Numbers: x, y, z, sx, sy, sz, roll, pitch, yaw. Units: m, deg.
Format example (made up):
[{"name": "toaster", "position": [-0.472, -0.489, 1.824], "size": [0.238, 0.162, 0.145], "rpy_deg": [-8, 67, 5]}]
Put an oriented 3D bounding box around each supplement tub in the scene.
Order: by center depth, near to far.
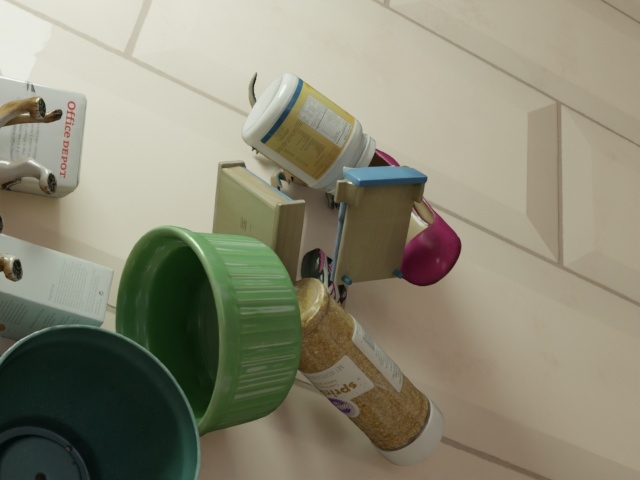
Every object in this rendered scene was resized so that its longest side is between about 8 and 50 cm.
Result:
[{"name": "supplement tub", "position": [-0.019, -0.179, 1.680], "size": [0.200, 0.144, 0.144], "rpy_deg": [34, 48, -18]}]

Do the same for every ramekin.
[{"name": "ramekin", "position": [-0.160, 0.129, 1.401], "size": [0.148, 0.303, 0.303], "rpy_deg": [-1, 63, -38]}]

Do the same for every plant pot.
[{"name": "plant pot", "position": [-0.328, 0.281, 1.248], "size": [0.293, 0.196, 0.293], "rpy_deg": [25, 45, -28]}]

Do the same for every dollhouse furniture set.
[{"name": "dollhouse furniture set", "position": [0.000, 0.000, 1.622], "size": [0.303, 0.286, 0.198], "rpy_deg": [-7, 27, -32]}]

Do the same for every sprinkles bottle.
[{"name": "sprinkles bottle", "position": [0.056, 0.210, 1.523], "size": [0.355, 0.121, 0.121], "rpy_deg": [49, 43, -30]}]

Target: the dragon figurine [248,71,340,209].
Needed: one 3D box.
[{"name": "dragon figurine", "position": [-0.041, -0.174, 1.812], "size": [0.144, 0.085, 0.289], "rpy_deg": [-18, 77, -42]}]

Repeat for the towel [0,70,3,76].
[{"name": "towel", "position": [-0.640, -0.314, 1.548], "size": [0.248, 0.038, 0.324], "rpy_deg": [-7, 68, -35]}]

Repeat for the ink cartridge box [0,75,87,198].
[{"name": "ink cartridge box", "position": [-0.480, -0.161, 1.486], "size": [0.219, 0.092, 0.160], "rpy_deg": [10, 77, -29]}]

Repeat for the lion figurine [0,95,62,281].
[{"name": "lion figurine", "position": [-0.501, -0.050, 1.306], "size": [0.240, 0.142, 0.392], "rpy_deg": [-4, 40, 12]}]

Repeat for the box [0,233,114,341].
[{"name": "box", "position": [-0.400, 0.080, 1.387], "size": [0.170, 0.130, 0.091], "rpy_deg": [20, 53, -22]}]

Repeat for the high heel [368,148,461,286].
[{"name": "high heel", "position": [0.129, -0.053, 1.723], "size": [0.181, 0.127, 0.377], "rpy_deg": [49, 4, -22]}]

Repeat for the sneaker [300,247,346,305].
[{"name": "sneaker", "position": [0.013, 0.101, 1.688], "size": [0.077, 0.072, 0.178], "rpy_deg": [25, 56, -32]}]
